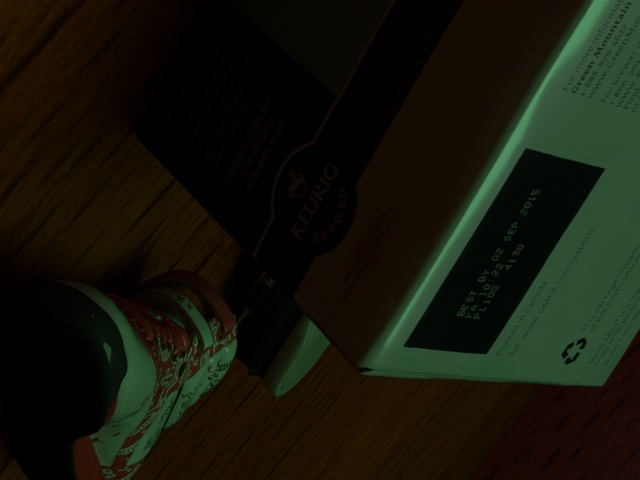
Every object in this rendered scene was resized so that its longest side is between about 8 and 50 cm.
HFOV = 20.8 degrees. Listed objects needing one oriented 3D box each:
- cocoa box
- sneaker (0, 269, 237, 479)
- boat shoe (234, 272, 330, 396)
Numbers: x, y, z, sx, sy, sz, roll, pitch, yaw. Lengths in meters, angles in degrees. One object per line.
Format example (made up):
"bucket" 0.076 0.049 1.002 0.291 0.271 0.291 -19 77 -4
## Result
"cocoa box" 0.108 -0.124 0.946 0.231 0.228 0.347 9 117 -48
"sneaker" -0.116 0.057 1.037 0.145 0.090 0.270 -47 166 -26
"boat shoe" 0.000 0.000 1.264 0.095 0.079 0.254 -37 160 -52
